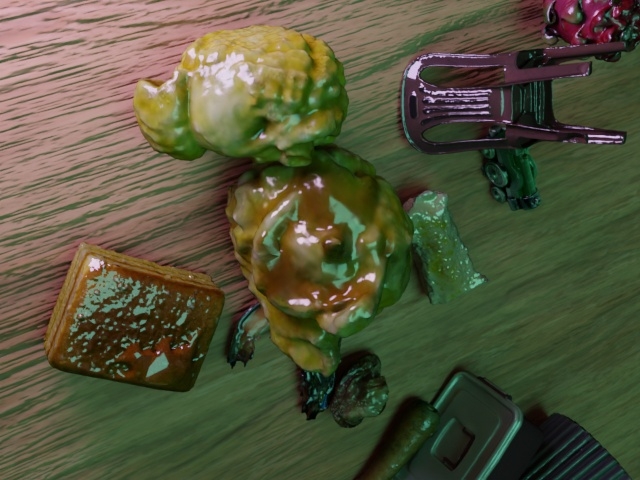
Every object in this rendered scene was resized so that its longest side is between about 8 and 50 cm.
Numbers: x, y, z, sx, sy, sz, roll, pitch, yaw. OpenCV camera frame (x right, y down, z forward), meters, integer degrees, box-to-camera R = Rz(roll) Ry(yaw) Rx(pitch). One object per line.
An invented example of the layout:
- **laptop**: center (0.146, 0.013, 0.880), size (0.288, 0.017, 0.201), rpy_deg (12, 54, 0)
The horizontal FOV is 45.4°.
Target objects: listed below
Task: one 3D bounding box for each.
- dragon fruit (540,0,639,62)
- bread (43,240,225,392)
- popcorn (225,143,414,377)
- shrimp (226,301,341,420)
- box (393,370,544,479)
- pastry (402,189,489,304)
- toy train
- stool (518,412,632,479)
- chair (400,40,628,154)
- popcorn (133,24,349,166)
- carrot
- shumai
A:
- **dragon fruit**: center (0.480, -0.446, 1.307), size (0.218, 0.198, 0.273), rpy_deg (-5, 114, -46)
- **bread**: center (-0.279, 0.125, 1.161), size (0.234, 0.110, 0.184), rpy_deg (17, 99, -33)
- **popcorn**: center (0.005, 0.007, 1.179), size (0.279, 0.274, 0.335), rpy_deg (-38, 99, -31)
- **shrimp**: center (-0.058, 0.209, 1.354), size (0.222, 0.054, 0.290), rpy_deg (-13, 115, -25)
- **box**: center (0.313, 0.440, 1.578), size (0.167, 0.193, 0.294), rpy_deg (33, 91, -40)
- **pastry**: center (0.211, 0.011, 1.406), size (0.121, 0.089, 0.258), rpy_deg (-37, 122, -8)
- **toy train**: center (0.361, -0.132, 1.426), size (0.071, 0.104, 0.178), rpy_deg (-35, 123, -18)
- **stool**: center (0.494, 0.600, 1.688), size (0.330, 0.297, 0.297), rpy_deg (-36, 123, -9)
- **chair**: center (0.320, -0.234, 1.280), size (0.183, 0.326, 0.176), rpy_deg (-21, 113, -48)
- **popcorn**: center (-0.100, -0.209, 1.074), size (0.285, 0.225, 0.174), rpy_deg (0, 125, 10)
- **carrot**: center (0.134, 0.451, 1.558), size (0.078, 0.078, 0.298), rpy_deg (35, 96, -35)
- **shumai**: center (0.083, 0.294, 1.428), size (0.139, 0.105, 0.123), rpy_deg (-44, 144, 4)
